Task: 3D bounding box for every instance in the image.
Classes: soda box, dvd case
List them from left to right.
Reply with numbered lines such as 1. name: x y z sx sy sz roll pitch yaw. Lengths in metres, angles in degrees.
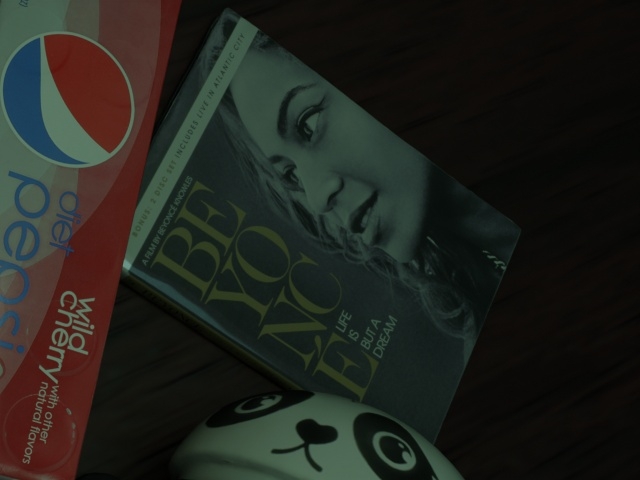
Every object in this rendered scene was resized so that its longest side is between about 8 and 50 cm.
1. soda box: -0.142 -0.014 0.727 0.092 0.083 0.263 19 67 -26
2. dvd case: 0.000 0.000 0.847 0.221 0.018 0.164 35 62 -18

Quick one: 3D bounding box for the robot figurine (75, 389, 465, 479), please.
1. robot figurine: -0.031 0.199 0.682 0.209 0.173 0.278 39 62 -17
